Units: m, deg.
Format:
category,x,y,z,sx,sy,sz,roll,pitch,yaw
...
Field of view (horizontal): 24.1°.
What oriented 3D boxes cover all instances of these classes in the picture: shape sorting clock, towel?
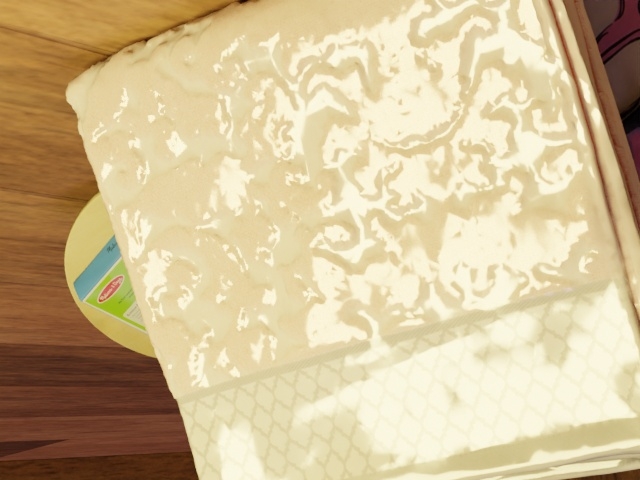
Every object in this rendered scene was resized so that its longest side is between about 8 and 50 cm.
category,x,y,z,sx,sy,sz,roll,pitch,yaw
shape sorting clock,-0.110,0.021,1.254,0.206,0.040,0.206,-3,130,-3
towel,0.022,0.001,0.863,0.332,0.317,0.053,-17,180,31

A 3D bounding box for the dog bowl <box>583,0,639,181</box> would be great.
category,x,y,z,sx,sy,sz,roll,pitch,yaw
dog bowl,0.348,-0.117,0.963,0.408,0.150,0.408,-9,168,-2
